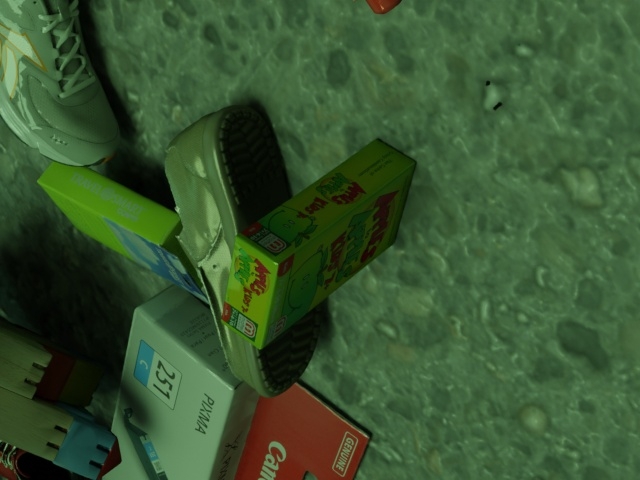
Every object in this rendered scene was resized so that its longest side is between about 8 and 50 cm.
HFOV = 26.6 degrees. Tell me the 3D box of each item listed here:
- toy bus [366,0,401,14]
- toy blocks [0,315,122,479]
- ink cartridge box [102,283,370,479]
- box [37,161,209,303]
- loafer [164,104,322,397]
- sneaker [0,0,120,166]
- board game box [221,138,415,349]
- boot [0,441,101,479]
[{"bbox_3d":[-0.011,-0.240,0.905,0.149,0.220,0.211,-15,112,49],"label":"toy bus"},{"bbox_3d":[-0.346,0.139,1.439,0.261,0.191,0.381,27,174,-22],"label":"toy blocks"},{"bbox_3d":[-0.100,0.228,1.404,0.261,0.066,0.296,36,136,20],"label":"ink cartridge box"},{"bbox_3d":[-0.178,-0.011,1.296,0.178,0.042,0.109,27,163,26],"label":"box"},{"bbox_3d":[-0.071,0.010,1.214,0.092,0.102,0.269,3,109,42],"label":"loafer"},{"bbox_3d":[-0.258,-0.191,1.247,0.121,0.099,0.262,-27,98,43],"label":"sneaker"},{"bbox_3d":[0.000,0.000,1.072,0.043,0.181,0.092,33,134,22],"label":"board game box"},{"bbox_3d":[-0.363,0.231,1.575,0.244,0.088,0.176,33,166,12],"label":"boot"}]
